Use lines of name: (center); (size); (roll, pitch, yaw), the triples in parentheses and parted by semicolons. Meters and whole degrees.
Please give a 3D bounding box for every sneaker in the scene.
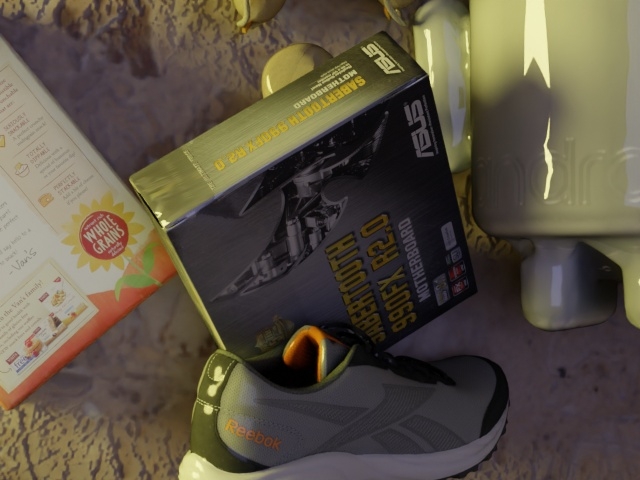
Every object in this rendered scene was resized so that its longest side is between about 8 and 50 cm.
sneaker: (0.031, 0.103, 0.866); (0.271, 0.100, 0.108); (-7, 106, -43)

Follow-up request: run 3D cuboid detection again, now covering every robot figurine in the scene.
robot figurine: (0.202, -0.116, 0.893); (0.300, 0.200, 0.353); (-2, 89, 27)

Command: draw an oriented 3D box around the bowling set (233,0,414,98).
bowling set: (-0.010, -0.223, 0.902); (0.200, 0.154, 0.287); (32, 92, 13)

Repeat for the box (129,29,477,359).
box: (0.000, 0.000, 0.859); (0.183, 0.231, 0.056); (-32, 51, -10)

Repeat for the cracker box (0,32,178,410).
cracker box: (-0.222, -0.025, 0.886); (0.156, 0.067, 0.232); (-40, 97, -9)
